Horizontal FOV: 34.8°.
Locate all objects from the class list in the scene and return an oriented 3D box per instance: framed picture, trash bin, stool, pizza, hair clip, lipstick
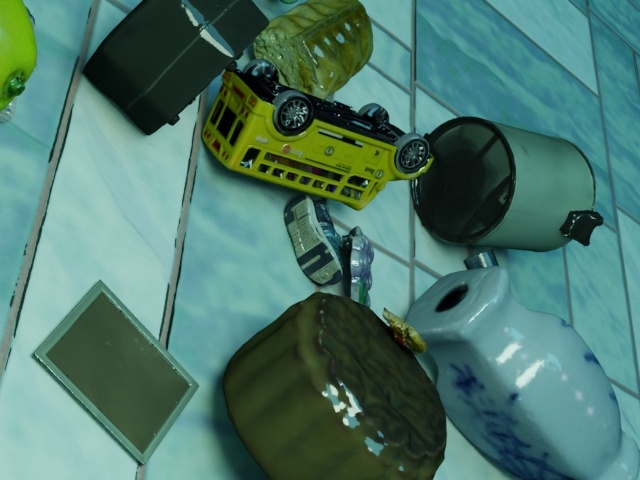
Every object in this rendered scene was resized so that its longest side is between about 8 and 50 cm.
[{"bbox_3d":[-0.235,0.154,1.198,0.183,0.011,0.142,49,40,-14],"label":"framed picture"},{"bbox_3d":[0.324,-0.094,1.798,0.262,0.217,0.277,5,26,-47],"label":"trash bin"},{"bbox_3d":[-0.188,-0.256,1.345,0.141,0.232,0.232,45,41,-12],"label":"stool"},{"bbox_3d":[0.105,0.120,1.324,0.078,0.025,0.083,40,-7,25],"label":"pizza"},{"bbox_3d":[0.049,0.058,1.521,0.124,0.052,0.195,68,19,-49],"label":"hair clip"},{"bbox_3d":[0.319,0.133,1.792,0.053,0.053,0.234,-14,82,-50],"label":"lipstick"}]

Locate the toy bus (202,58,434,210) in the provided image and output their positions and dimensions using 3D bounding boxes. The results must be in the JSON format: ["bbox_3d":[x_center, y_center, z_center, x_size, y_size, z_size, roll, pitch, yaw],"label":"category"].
[{"bbox_3d":[0.000,-0.144,1.505,0.331,0.151,0.145,15,20,-36],"label":"toy bus"}]

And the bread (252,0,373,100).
[{"bbox_3d":[0.000,-0.318,1.659,0.152,0.130,0.267,51,38,-6],"label":"bread"}]

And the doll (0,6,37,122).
[{"bbox_3d":[-0.396,-0.257,1.249,0.114,0.057,0.227,21,61,-31],"label":"doll"}]

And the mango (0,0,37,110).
[{"bbox_3d":[-0.445,-0.278,1.120,0.192,0.156,0.343,-26,71,-22],"label":"mango"}]

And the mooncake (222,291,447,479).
[{"bbox_3d":[0.030,0.210,1.279,0.290,0.161,0.290,41,22,-21],"label":"mooncake"}]

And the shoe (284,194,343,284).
[{"bbox_3d":[0.000,0.000,1.511,0.071,0.064,0.143,-1,63,-48],"label":"shoe"}]

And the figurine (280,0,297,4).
[{"bbox_3d":[-0.142,-0.519,1.643,0.324,0.124,0.222,39,46,-20],"label":"figurine"}]

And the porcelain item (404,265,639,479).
[{"bbox_3d":[0.318,0.231,1.575,0.405,0.242,0.178,49,59,-18],"label":"porcelain item"}]
